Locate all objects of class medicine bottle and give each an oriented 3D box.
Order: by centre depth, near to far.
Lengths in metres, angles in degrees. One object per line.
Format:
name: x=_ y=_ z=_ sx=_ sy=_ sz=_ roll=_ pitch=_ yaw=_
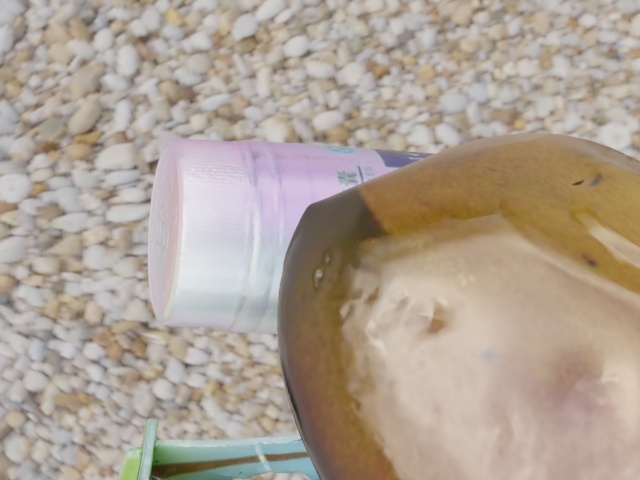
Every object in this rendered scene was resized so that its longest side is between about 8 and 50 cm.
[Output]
medicine bottle: x=0.000 y=0.000 z=1.254 sx=0.254 sy=0.152 sz=0.152 roll=3 pitch=89 yaw=-16

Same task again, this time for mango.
mango: x=0.110 y=0.081 z=0.631 sx=0.287 sy=0.152 sz=0.201 roll=43 pitch=95 yaw=14

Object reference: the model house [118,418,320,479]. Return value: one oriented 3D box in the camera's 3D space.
model house: x=-0.001 y=0.284 z=1.148 sx=0.324 sy=0.340 sz=0.300 roll=11 pitch=45 yaw=-8
